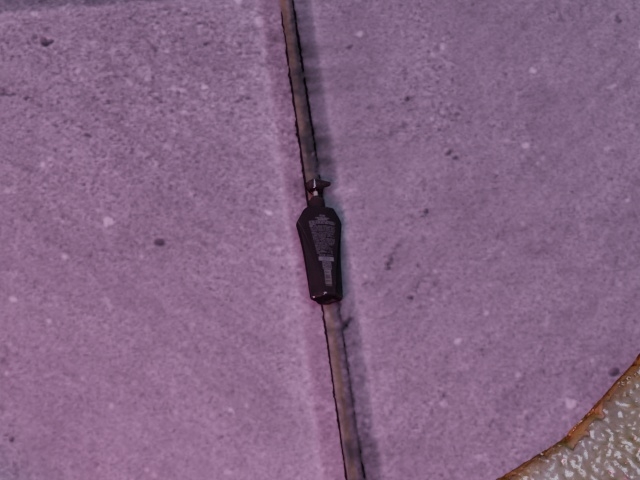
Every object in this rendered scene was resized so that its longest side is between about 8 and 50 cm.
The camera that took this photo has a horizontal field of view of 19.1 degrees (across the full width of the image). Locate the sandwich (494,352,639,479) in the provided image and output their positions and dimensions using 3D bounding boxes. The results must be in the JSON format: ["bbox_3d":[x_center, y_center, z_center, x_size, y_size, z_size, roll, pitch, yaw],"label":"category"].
[{"bbox_3d":[0.322,0.256,1.817,0.273,0.095,0.249,-39,74,-21],"label":"sandwich"}]

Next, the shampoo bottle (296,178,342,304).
[{"bbox_3d":[0.000,0.000,1.968,0.048,0.027,0.137,3,62,-17],"label":"shampoo bottle"}]
